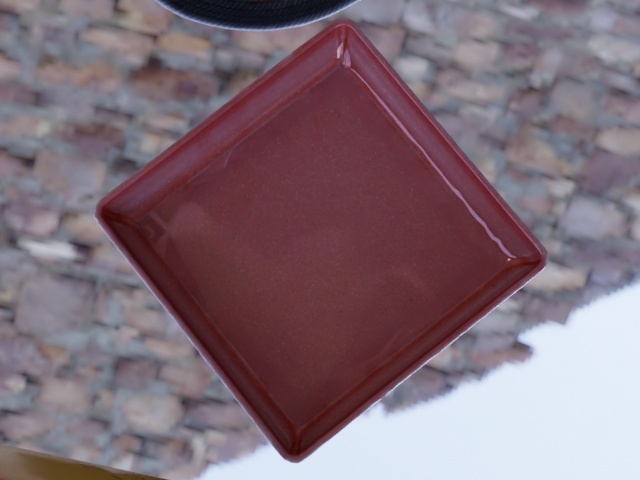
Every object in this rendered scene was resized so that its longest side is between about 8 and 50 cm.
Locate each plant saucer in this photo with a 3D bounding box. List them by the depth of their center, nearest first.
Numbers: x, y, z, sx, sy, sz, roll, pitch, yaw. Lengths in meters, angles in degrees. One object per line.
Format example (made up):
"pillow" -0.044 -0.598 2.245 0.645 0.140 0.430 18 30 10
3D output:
"plant saucer" 0.000 0.000 1.395 0.259 0.258 0.048 51 174 11

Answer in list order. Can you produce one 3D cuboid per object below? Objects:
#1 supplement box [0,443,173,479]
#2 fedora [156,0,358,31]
"supplement box" -0.098 0.151 0.844 0.233 0.080 0.078 16 -176 -39
"fedora" -0.018 -0.254 1.096 0.244 0.275 0.124 43 -175 -18
